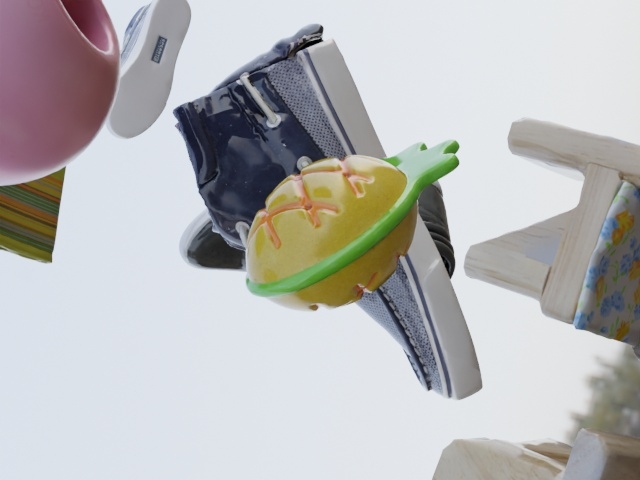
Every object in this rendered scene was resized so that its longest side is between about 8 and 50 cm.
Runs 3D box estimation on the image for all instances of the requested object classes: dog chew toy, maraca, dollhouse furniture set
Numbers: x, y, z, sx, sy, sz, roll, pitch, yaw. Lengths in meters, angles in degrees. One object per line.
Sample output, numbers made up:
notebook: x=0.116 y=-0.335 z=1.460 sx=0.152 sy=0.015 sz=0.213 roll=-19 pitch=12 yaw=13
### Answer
dog chew toy: x=-0.322 y=-0.105 z=1.242 sx=0.206 sy=0.332 sz=0.206 roll=56 pitch=-165 yaw=-23
maraca: x=0.023 y=-0.017 z=1.144 sx=0.186 sy=0.127 sz=0.099 roll=-39 pitch=-68 yaw=-24
dollhouse furniture set: x=0.230 y=0.177 z=0.813 sx=0.394 sy=0.256 sz=0.362 roll=17 pitch=-88 yaw=-56

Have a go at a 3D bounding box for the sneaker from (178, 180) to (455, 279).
sneaker: x=0.007 y=0.010 z=1.675 sx=0.147 sy=0.296 sz=0.104 roll=-113 pitch=18 yaw=-47

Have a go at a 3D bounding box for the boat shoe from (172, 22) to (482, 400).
boat shoe: x=0.000 y=0.000 z=1.346 sx=0.127 sy=0.158 sz=0.340 roll=90 pitch=156 yaw=-79

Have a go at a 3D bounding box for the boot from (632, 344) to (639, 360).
boot: x=0.232 y=0.056 z=0.978 sx=0.114 sy=0.106 sz=0.037 roll=-91 pitch=13 yaw=-72

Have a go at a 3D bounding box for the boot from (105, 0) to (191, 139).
boot: x=-0.213 y=-0.201 z=1.902 sx=0.086 sy=0.069 sz=0.190 roll=-9 pitch=54 yaw=61

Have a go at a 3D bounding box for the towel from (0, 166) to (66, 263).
towel: x=-0.293 y=-0.100 z=1.624 sx=0.102 sy=0.021 sz=0.237 roll=28 pitch=-116 yaw=-55
